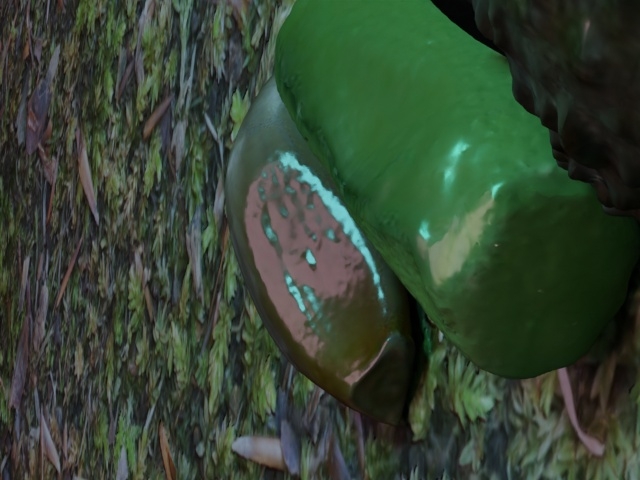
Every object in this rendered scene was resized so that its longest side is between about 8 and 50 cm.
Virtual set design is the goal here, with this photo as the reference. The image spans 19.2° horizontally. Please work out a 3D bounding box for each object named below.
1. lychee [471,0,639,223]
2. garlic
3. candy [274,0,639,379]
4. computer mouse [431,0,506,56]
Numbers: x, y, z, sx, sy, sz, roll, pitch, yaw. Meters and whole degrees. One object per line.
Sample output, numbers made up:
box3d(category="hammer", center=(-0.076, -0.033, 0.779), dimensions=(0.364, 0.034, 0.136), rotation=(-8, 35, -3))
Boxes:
box3d(category="lychee", center=(0.176, -0.117, 0.667), dimensions=(0.274, 0.255, 0.255), rotation=(66, -172, -47))
box3d(category="garlic", center=(-0.004, 0.006, 1.380), dimensions=(0.318, 0.112, 0.143), rotation=(63, 143, 38))
box3d(category="candy", center=(0.075, -0.061, 1.123), dimensions=(0.142, 0.132, 0.343), rotation=(-37, 34, 5))
box3d(category="computer mouse", center=(0.131, -0.161, 0.920), dimensions=(0.088, 0.147, 0.264), rotation=(-58, 15, -12))
